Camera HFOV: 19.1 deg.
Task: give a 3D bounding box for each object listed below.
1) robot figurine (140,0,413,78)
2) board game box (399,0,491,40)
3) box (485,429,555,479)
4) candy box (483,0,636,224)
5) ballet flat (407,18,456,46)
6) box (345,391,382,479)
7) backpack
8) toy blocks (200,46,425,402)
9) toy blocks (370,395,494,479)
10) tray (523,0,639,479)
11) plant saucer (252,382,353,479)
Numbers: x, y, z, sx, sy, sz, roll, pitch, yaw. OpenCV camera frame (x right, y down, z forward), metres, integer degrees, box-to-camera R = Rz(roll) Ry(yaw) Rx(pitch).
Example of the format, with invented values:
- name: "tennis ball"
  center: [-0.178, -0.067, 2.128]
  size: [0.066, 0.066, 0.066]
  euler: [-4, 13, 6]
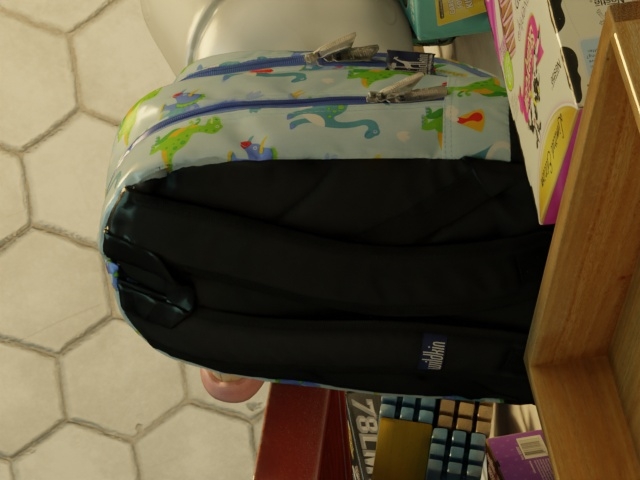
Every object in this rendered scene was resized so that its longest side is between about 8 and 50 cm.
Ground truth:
- name: "robot figurine"
  center: [-0.041, -0.192, 1.706]
  size: [0.300, 0.200, 0.353]
  euler: [54, -178, -38]
- name: "board game box"
  center: [0.078, -0.357, 1.623]
  size: [0.336, 0.079, 0.253]
  euler: [-108, 11, -58]
- name: "box"
  center: [0.198, 0.317, 1.551]
  size: [0.293, 0.057, 0.201]
  euler: [-110, 12, -63]
- name: "candy box"
  center: [0.156, -0.149, 1.210]
  size: [0.159, 0.071, 0.233]
  euler: [95, 165, -64]
- name: "ballet flat"
  center: [0.081, -0.254, 1.792]
  size: [0.070, 0.070, 0.188]
  euler: [88, 172, -47]
- name: "box"
  center: [0.076, 0.327, 2.163]
  size: [0.293, 0.073, 0.295]
  euler: [107, 151, -74]
- name: "backpack"
  center: [0.008, -0.013, 1.455]
  size: [0.273, 0.355, 0.290]
  euler: [-103, 7, -45]
- name: "toy blocks"
  center: [0.000, 0.000, 1.931]
  size: [0.260, 0.289, 0.309]
  euler: [86, 173, -70]
- name: "toy blocks"
  center: [0.096, 0.237, 1.756]
  size: [0.261, 0.191, 0.381]
  euler: [94, -174, -46]
- name: "tray"
  center: [0.198, 0.061, 1.117]
  size: [0.411, 0.076, 0.203]
  euler: [93, 167, -60]
- name: "plant saucer"
  center: [-0.008, 0.210, 1.571]
  size: [0.259, 0.048, 0.258]
  euler: [-82, -11, -54]
